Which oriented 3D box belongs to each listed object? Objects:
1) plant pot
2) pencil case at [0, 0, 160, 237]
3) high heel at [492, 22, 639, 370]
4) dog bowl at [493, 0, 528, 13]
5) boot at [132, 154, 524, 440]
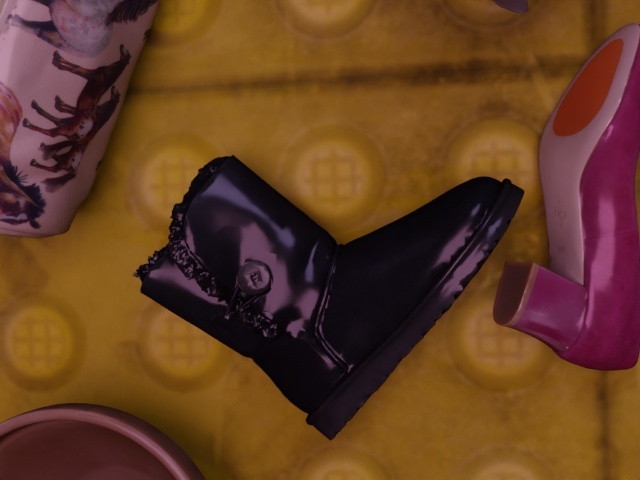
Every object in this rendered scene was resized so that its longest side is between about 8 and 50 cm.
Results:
[{"bbox_3d":[-0.177,0.239,0.742,0.237,0.110,0.237,0,91,10],"label":"plant pot"},{"bbox_3d":[-0.199,-0.193,0.694,0.160,0.183,0.410,25,97,14],"label":"pencil case"},{"bbox_3d":[0.218,-0.028,0.691,0.117,0.082,0.244,22,82,-19],"label":"high heel"},{"bbox_3d":[0.208,-0.290,0.547,0.349,0.349,0.102,-35,74,10],"label":"dog bowl"},{"bbox_3d":[0.000,0.000,0.708,0.207,0.094,0.246,40,104,3],"label":"boot"}]
